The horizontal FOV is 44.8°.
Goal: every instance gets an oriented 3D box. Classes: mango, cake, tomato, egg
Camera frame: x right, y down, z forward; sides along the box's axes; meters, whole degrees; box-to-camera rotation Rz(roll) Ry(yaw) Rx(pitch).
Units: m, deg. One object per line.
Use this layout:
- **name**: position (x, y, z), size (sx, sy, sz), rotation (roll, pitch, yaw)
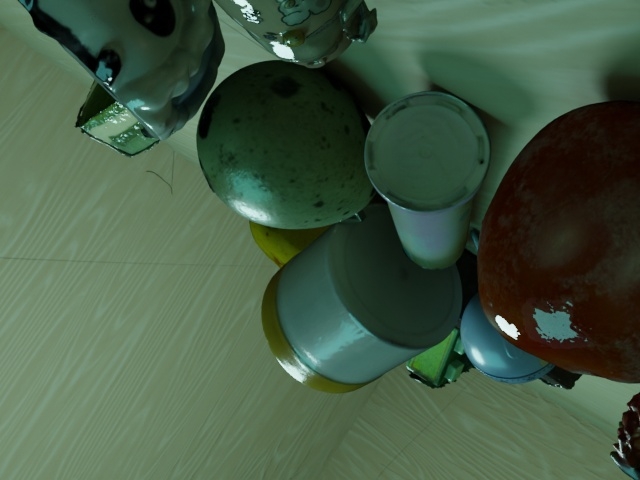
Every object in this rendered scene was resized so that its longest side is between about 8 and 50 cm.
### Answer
- **mango**: position (0.000, 0.000, 1.512), size (0.365, 0.182, 0.253), rotation (33, 166, 50)
- **cake**: position (-0.385, -0.326, 1.707), size (0.158, 0.172, 0.284), rotation (29, 146, -37)
- **tomato**: position (0.191, 0.006, 0.478), size (0.187, 0.187, 0.151), rotation (33, 154, 3)
- **egg**: position (-0.026, -0.096, 0.845), size (0.228, 0.177, 0.177), rotation (22, -177, -36)

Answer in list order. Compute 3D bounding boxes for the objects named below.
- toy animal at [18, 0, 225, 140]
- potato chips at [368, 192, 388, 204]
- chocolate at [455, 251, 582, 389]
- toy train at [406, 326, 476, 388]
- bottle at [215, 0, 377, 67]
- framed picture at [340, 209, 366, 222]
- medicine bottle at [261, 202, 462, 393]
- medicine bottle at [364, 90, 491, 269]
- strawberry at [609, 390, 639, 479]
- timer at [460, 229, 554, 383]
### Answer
- **toy animal**: position (-0.177, -0.217, 0.733), size (0.208, 0.156, 0.204), rotation (43, 174, 0)
- **potato chips**: position (0.105, -0.041, 1.261), size (0.202, 0.049, 0.150), rotation (36, 157, -14)
- **chocolate**: position (0.306, 0.129, 1.316), size (0.321, 0.112, 0.112), rotation (34, 173, -4)
- **toy train**: position (0.236, 0.162, 1.501), size (0.188, 0.159, 0.272), rotation (30, -155, 31)
- **bottle**: position (-0.017, -0.173, 0.533), size (0.099, 0.099, 0.152), rotation (31, 179, 25)
- **framed picture**: position (-0.033, -0.108, 1.078), size (0.150, 0.015, 0.203), rotation (1, 129, 51)
- **medicine bottle**: position (0.061, 0.093, 1.201), size (0.238, 0.237, 0.232), rotation (34, 141, -13)
- **medicine bottle**: position (0.122, -0.043, 0.863), size (0.108, 0.108, 0.426), rotation (32, 177, 12)
- **strawberry**: position (0.475, 0.187, 0.863), size (0.234, 0.137, 0.306), rotation (14, 148, 5)
- **timer**: position (0.292, 0.105, 1.148), size (0.175, 0.175, 0.255), rotation (31, 146, 27)
